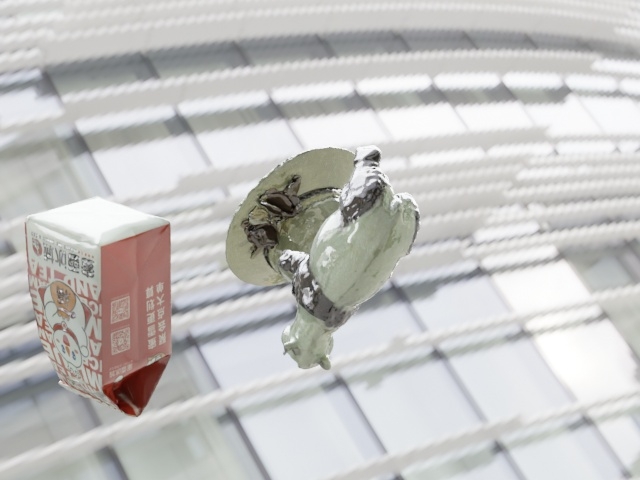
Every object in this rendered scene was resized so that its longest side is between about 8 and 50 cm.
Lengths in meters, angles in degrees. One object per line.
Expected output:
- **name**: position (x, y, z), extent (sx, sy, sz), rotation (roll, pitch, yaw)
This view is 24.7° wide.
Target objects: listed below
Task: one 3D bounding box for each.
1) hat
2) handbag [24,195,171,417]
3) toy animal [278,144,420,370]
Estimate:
- **hat**: position (0.000, 0.000, 2.149), extent (0.257, 0.130, 0.257), rotation (-25, -41, -23)
- **handbag**: position (-0.314, 0.100, 2.086), extent (0.151, 0.171, 0.298), rotation (-23, -58, -46)
- **toy animal**: position (0.022, 0.028, 1.418), extent (0.094, 0.121, 0.225), rotation (29, -67, -16)
